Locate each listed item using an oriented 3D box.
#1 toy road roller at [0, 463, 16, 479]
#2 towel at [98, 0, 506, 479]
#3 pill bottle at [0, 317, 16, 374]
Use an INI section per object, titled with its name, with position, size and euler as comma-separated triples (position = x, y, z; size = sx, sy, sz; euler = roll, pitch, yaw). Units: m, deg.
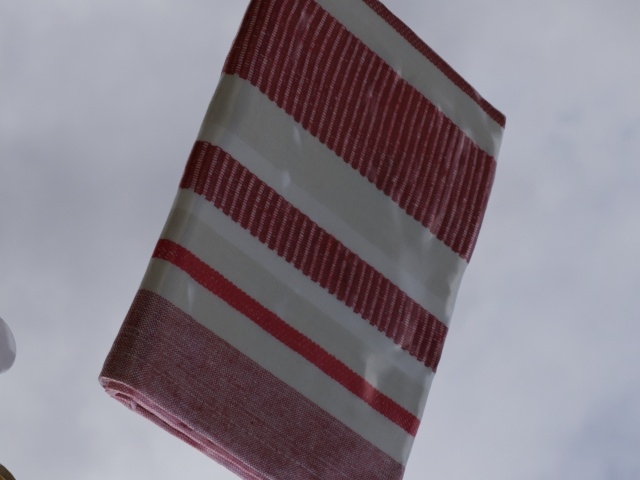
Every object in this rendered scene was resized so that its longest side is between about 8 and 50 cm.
[toy road roller]
position = -0.290, 0.332, 1.330
size = 0.240, 0.202, 0.329
euler = 41, -126, -2
[towel]
position = 0.000, 0.000, 1.206
size = 0.037, 0.237, 0.329
euler = -8, -126, 44
[pill bottle]
position = -0.278, 0.092, 1.388
size = 0.116, 0.065, 0.065
euler = -23, -153, 32
